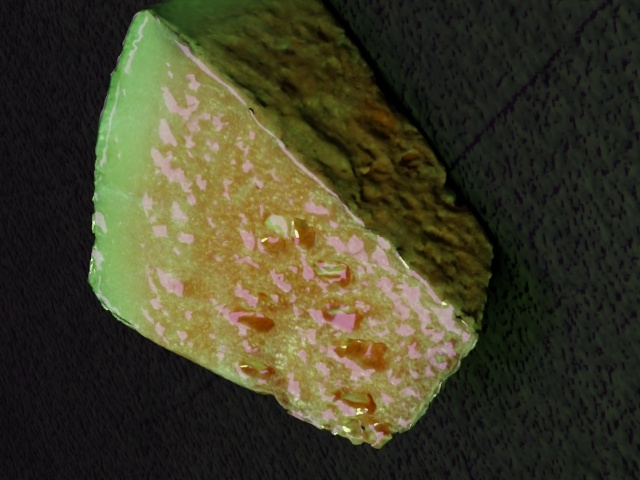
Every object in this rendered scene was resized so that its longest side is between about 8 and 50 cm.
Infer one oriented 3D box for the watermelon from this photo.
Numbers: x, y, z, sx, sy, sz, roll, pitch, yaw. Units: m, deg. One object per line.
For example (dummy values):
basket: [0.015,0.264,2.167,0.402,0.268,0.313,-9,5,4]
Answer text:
watermelon: [0.000,0.000,1.077,0.256,0.139,0.193,39,135,30]
